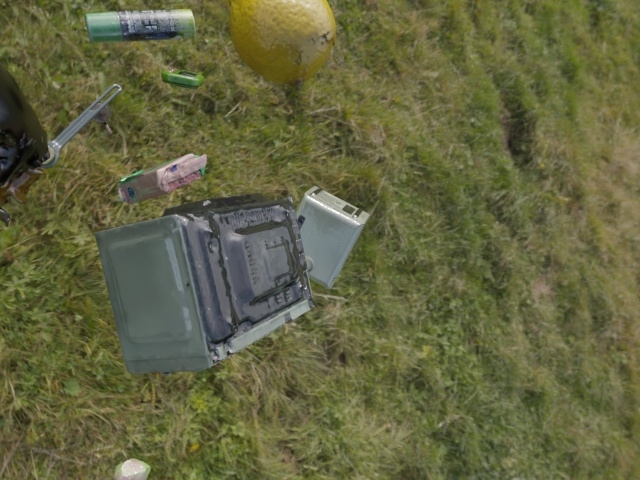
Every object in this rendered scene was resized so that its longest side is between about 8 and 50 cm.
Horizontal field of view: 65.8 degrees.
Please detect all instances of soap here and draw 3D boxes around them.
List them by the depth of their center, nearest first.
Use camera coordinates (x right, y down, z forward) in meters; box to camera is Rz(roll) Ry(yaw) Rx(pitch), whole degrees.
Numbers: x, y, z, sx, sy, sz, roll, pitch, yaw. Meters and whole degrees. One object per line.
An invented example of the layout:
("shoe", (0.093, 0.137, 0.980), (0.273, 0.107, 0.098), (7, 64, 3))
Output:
("soap", (-0.528, -0.205, 1.650), (0.218, 0.273, 0.098), (-34, 111, -43))

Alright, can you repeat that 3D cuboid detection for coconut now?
("coconut", (-0.473, 0.585, 1.230), (0.082, 0.083, 0.081), (26, 83, 8))

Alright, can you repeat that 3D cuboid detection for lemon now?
("lemon", (-0.090, -0.483, 1.120), (0.253, 0.228, 0.228), (44, 63, -19))

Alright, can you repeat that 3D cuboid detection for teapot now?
("teapot", (-0.720, -0.396, 1.615), (0.085, 0.080, 0.110), (-24, 114, -15))

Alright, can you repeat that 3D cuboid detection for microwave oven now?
("microwave oven", (-0.154, 0.052, 0.775), (0.295, 0.181, 0.238), (-18, 98, -62))

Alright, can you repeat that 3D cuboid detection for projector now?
("projector", (0.000, 0.000, 1.324), (0.177, 0.163, 0.243), (29, 107, 5))

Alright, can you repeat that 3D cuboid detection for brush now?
("brush", (-0.564, -0.273, 1.148), (0.062, 0.027, 0.266), (41, 80, 0))

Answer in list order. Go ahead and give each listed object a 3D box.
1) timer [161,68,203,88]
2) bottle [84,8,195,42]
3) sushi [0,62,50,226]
("timer", (-0.464, -0.546, 1.669), (0.128, 0.140, 0.047), (10, 114, -7))
("bottle", (-0.581, -0.697, 1.606), (0.330, 0.093, 0.093), (-13, 93, -22))
("sushi", (-0.388, -0.108, 0.482), (0.213, 0.204, 0.200), (5, 118, -14))
